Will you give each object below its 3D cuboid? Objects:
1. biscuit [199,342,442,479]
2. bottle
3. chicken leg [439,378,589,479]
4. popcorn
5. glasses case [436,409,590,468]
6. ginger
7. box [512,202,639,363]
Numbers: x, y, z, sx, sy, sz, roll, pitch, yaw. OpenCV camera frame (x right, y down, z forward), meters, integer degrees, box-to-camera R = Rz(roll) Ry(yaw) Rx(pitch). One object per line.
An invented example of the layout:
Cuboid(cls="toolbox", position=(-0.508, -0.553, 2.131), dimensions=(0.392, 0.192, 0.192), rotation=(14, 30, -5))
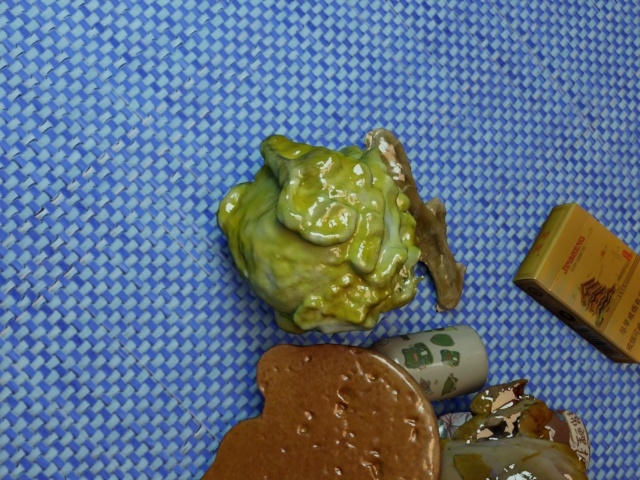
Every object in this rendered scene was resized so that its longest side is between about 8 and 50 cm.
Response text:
Cuboid(cls="biscuit", position=(-0.002, 0.376, 1.248), dimensions=(0.349, 0.078, 0.456), rotation=(26, 86, 24))
Cuboid(cls="bottle", position=(0.139, 0.211, 1.393), dimensions=(0.253, 0.120, 0.121), rotation=(-6, 86, -21))
Cuboid(cls="chicken leg", position=(0.226, 0.331, 1.316), dimensions=(0.295, 0.409, 0.182), rotation=(-65, 147, -31))
Cuboid(cls="popcorn", position=(0.003, -0.017, 1.289), dimensions=(0.312, 0.312, 0.313), rotation=(2, 83, -20))
Cuboid(cls="glasses case", position=(0.324, 0.354, 1.462), dimensions=(0.320, 0.082, 0.122), rotation=(3, 71, -23))
Cuboid(cls="ginger", position=(0.154, -0.029, 1.451), dimensions=(0.148, 0.081, 0.334), rotation=(-41, 100, -35))
Cuboid(cls="box", position=(0.507, 0.080, 1.568), dimensions=(0.274, 0.076, 0.174), rotation=(37, 72, -13))
